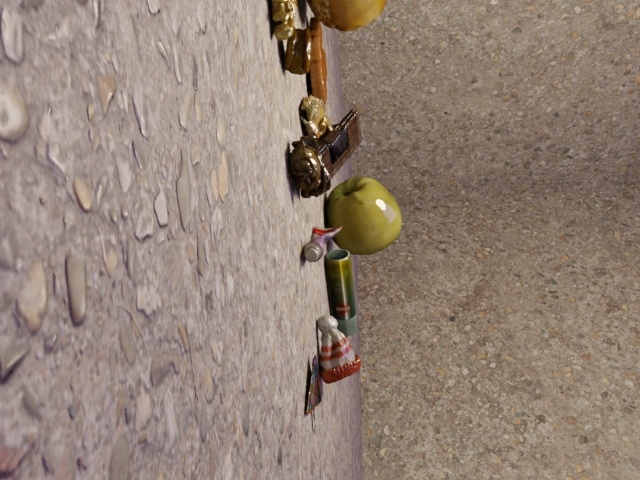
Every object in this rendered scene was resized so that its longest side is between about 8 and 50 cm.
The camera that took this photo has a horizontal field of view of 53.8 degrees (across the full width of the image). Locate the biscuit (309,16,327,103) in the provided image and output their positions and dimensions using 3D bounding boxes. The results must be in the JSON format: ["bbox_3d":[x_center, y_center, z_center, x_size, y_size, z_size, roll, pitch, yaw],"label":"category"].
[{"bbox_3d":[-0.011,-0.533,1.917,0.334,0.047,0.202,-92,173,-45],"label":"biscuit"}]

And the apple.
[{"bbox_3d":[0.133,-0.079,2.082,0.262,0.262,0.263,-4,90,-84],"label":"apple"}]

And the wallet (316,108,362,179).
[{"bbox_3d":[0.037,-0.233,1.670,0.230,0.042,0.124,-50,152,-24],"label":"wallet"}]

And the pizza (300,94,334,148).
[{"bbox_3d":[-0.003,-0.304,1.708,0.297,0.071,0.189,61,28,-62],"label":"pizza"}]

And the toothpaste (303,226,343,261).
[{"bbox_3d":[0.000,0.000,1.547,0.048,0.075,0.301,62,13,-8],"label":"toothpaste"}]

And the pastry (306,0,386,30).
[{"bbox_3d":[0.054,-0.792,1.761,0.409,0.244,0.410,-6,90,-86],"label":"pastry"}]

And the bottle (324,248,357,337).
[{"bbox_3d":[0.067,0.170,1.984,0.082,0.082,0.286,-83,167,-63],"label":"bottle"}]

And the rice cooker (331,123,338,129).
[{"bbox_3d":[0.070,-0.358,2.247,0.165,0.112,0.107,60,32,-71],"label":"rice cooker"}]

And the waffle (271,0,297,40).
[{"bbox_3d":[-0.072,-0.476,1.295,0.192,0.046,0.161,-37,121,-83],"label":"waffle"}]

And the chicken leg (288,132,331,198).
[{"bbox_3d":[-0.024,-0.145,1.387,0.196,0.080,0.125,78,-3,-56],"label":"chicken leg"}]

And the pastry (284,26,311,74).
[{"bbox_3d":[-0.047,-0.409,1.358,0.109,0.057,0.097,-156,-109,-84],"label":"pastry"}]

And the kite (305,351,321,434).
[{"bbox_3d":[-0.017,0.339,1.395,0.241,0.014,0.184,22,66,-83],"label":"kite"}]

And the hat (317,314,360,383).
[{"bbox_3d":[0.032,0.269,1.608,0.093,0.112,0.163,6,-67,68],"label":"hat"}]
